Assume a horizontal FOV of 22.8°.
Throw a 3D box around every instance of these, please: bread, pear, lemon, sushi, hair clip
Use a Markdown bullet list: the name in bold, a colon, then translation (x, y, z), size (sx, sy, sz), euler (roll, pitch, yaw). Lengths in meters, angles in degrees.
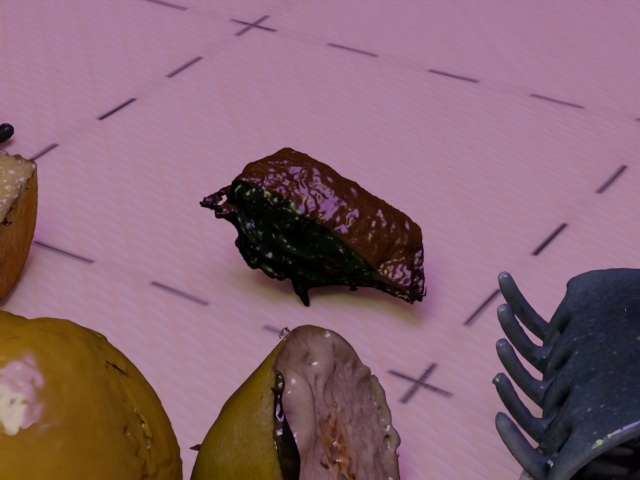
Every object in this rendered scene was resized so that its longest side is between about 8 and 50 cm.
- **bread**: translation (-0.420, -0.003, 1.911), size (0.143, 0.139, 0.229), euler (6, 39, 13)
- **pear**: translation (-0.041, 0.222, 1.515), size (0.178, 0.267, 0.267), euler (-24, 24, 24)
- **lemon**: translation (-0.261, 0.213, 1.412), size (0.297, 0.297, 0.297), euler (-1, 32, 1)
- **sushi**: translation (0.000, -0.001, 1.905), size (0.287, 0.149, 0.140), euler (34, 58, 5)
- **hair clip**: translation (0.310, 0.135, 1.540), size (0.238, 0.392, 0.318), euler (-22, 28, 18)

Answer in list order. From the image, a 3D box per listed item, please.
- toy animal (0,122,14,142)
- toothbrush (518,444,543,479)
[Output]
- **toy animal**: translation (-0.562, -0.170, 2.241), size (0.269, 0.082, 0.137), euler (8, 32, 14)
- **toothbrush**: translation (0.147, 0.276, 1.544), size (0.019, 0.025, 0.275), euler (23, 39, 33)
